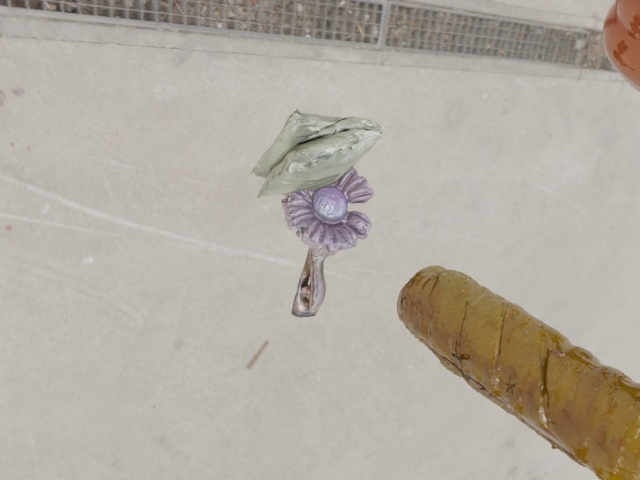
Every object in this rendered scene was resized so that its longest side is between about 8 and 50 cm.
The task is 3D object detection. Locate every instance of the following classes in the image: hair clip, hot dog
[{"bbox_3d":[0.001,0.002,0.968,0.173,0.069,0.300,9,92,-13],"label":"hair clip"},{"bbox_3d":[0.155,0.091,0.417,0.088,0.286,0.061,-47,123,-10],"label":"hot dog"}]

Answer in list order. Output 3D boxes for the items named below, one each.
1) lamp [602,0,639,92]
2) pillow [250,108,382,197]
[{"bbox_3d":[0.339,-0.208,0.448,0.187,0.164,0.188,-33,153,-19],"label":"lamp"},{"bbox_3d":[-0.012,-0.111,0.719,0.134,0.181,0.078,-11,80,-28],"label":"pillow"}]
